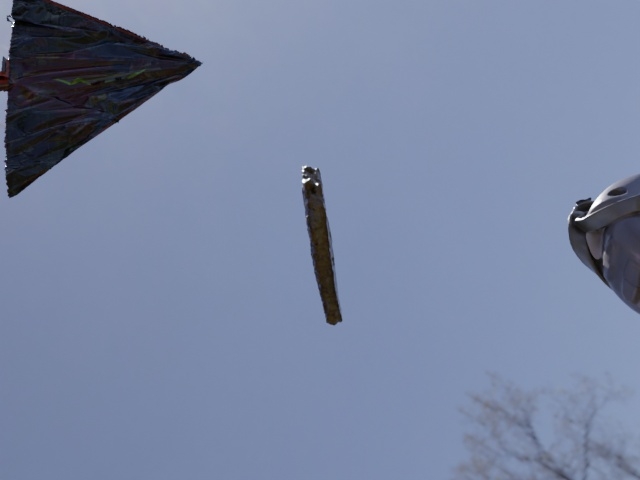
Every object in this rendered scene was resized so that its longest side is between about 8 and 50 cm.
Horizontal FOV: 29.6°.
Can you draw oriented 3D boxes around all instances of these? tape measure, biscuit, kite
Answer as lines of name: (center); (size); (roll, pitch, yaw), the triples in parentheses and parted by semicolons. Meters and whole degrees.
tape measure: (0.356, 0.009, 1.100); (0.236, 0.197, 0.120); (-8, -55, -15)
biscuit: (-0.002, -0.012, 1.342); (0.026, 0.131, 0.237); (-10, -32, 1)
kite: (-0.169, -0.106, 0.769); (0.189, 0.232, 0.009); (-7, -48, -4)
